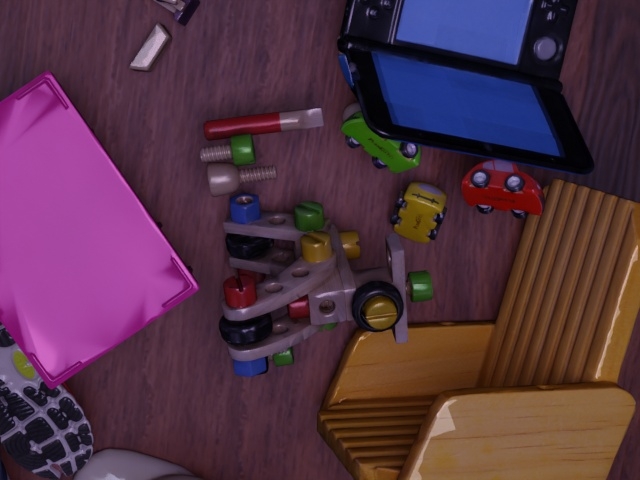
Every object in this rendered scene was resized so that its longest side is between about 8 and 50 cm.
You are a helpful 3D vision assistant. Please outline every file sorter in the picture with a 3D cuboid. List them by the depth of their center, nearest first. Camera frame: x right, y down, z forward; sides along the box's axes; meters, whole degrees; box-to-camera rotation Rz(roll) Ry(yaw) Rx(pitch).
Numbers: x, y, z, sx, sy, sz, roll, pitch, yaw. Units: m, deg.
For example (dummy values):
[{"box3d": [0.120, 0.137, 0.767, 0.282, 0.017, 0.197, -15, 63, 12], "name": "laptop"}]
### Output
[{"box3d": [-0.303, -0.019, 1.620, 0.202, 0.182, 0.291, -34, 98, 0], "name": "file sorter"}]

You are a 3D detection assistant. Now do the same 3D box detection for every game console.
[{"box3d": [0.186, -0.230, 1.619, 0.293, 0.173, 0.250, 9, 100, -21], "name": "game console"}]

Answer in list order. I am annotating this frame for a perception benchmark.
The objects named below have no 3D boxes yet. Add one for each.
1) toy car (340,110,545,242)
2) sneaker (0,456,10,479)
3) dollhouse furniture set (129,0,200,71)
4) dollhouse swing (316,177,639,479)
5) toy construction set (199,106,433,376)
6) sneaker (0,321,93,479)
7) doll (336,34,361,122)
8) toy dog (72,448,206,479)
[{"box3d": [0.120, -0.090, 1.630, 0.225, 0.239, 0.053, 38, 59, -26], "name": "toy car"}, {"box3d": [-0.415, 0.337, 1.666, 0.131, 0.148, 0.350, -20, 98, -3], "name": "sneaker"}, {"box3d": [-0.215, -0.264, 1.660, 0.081, 0.091, 0.114, 34, 95, 7], "name": "dollhouse furniture set"}, {"box3d": [0.174, 0.093, 1.581, 0.315, 0.347, 0.305, -1, 100, -13], "name": "dollhouse swing"}, {"box3d": [0.000, 0.000, 1.610, 0.237, 0.257, 0.309, -8, 94, 3], "name": "toy construction set"}, {"box3d": [-0.351, 0.157, 1.672, 0.107, 0.118, 0.279, -22, 114, 5], "name": "sneaker"}, {"box3d": [0.077, -0.218, 1.703, 0.129, 0.046, 0.189, 26, 93, -20], "name": "doll"}, {"box3d": [-0.144, 0.446, 1.574, 0.395, 0.408, 0.285, 12, 95, -7], "name": "toy dog"}]
